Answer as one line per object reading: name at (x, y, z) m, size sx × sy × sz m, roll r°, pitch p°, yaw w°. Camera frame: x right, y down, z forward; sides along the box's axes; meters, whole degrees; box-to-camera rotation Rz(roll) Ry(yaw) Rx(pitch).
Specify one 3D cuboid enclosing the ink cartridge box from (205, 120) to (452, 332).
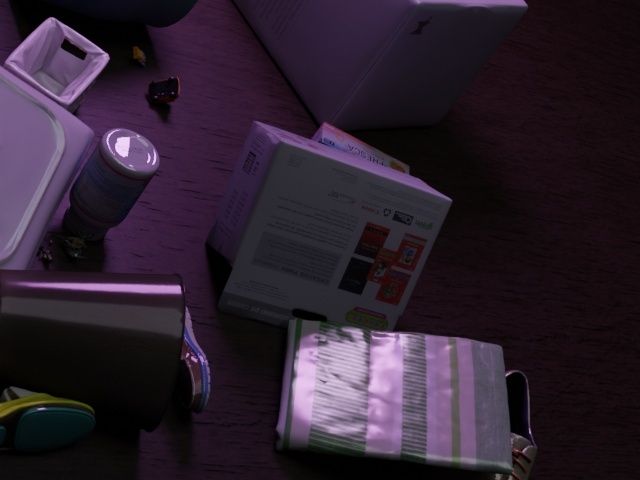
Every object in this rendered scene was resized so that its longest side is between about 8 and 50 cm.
ink cartridge box at (0.000, 0.000, 1.916) m, size 0.309 × 0.272 × 0.130 m, roll 18°, pitch 11°, yaw -27°

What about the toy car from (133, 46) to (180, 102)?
toy car at (-0.264, -0.275, 2.079) m, size 0.040 × 0.060 × 0.122 m, roll 40°, pitch 26°, yaw -63°

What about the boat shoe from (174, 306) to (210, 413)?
boat shoe at (-0.199, 0.158, 1.679) m, size 0.066 × 0.066 × 0.183 m, roll 6°, pitch 38°, yaw -31°

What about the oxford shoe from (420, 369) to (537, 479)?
oxford shoe at (0.229, 0.339, 1.781) m, size 0.140 × 0.146 × 0.397 m, roll 30°, pitch 38°, yaw -17°

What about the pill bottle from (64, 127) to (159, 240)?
pill bottle at (-0.295, -0.074, 1.748) m, size 0.087 × 0.160 × 0.087 m, roll 23°, pitch 40°, yaw -21°

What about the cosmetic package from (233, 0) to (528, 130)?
cosmetic package at (0.097, -0.457, 2.353) m, size 0.329 × 0.327 × 0.393 m, roll -8°, pitch 57°, yaw -45°

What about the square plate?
square plate at (-0.477, -0.115, 1.605) m, size 0.344 × 0.049 × 0.347 m, roll 37°, pitch 50°, yaw -25°

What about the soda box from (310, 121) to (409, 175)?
soda box at (0.067, -0.133, 2.213) m, size 0.183 × 0.058 × 0.063 m, roll 26°, pitch 39°, yaw -17°

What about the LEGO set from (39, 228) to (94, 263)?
LEGO set at (-0.350, 0.011, 1.735) m, size 0.083 × 0.023 × 0.054 m, roll -7°, pitch 53°, yaw -29°

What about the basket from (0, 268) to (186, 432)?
basket at (-0.301, 0.121, 1.550) m, size 0.227 × 0.154 × 0.204 m, roll 12°, pitch 79°, yaw -23°

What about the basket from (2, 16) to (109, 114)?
basket at (-0.407, -0.235, 1.869) m, size 0.113 × 0.103 × 0.167 m, roll 34°, pitch 36°, yaw -7°

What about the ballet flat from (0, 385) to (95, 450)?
ballet flat at (-0.373, 0.209, 1.464) m, size 0.231 × 0.077 × 0.077 m, roll -8°, pitch 43°, yaw -43°

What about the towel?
towel at (0.105, 0.220, 1.787) m, size 0.325 × 0.038 × 0.248 m, roll 7°, pitch 41°, yaw -1°

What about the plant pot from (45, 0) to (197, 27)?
plant pot at (-0.330, -0.482, 2.079) m, size 0.255 × 0.272 × 0.271 m, roll 19°, pitch 39°, yaw -47°
